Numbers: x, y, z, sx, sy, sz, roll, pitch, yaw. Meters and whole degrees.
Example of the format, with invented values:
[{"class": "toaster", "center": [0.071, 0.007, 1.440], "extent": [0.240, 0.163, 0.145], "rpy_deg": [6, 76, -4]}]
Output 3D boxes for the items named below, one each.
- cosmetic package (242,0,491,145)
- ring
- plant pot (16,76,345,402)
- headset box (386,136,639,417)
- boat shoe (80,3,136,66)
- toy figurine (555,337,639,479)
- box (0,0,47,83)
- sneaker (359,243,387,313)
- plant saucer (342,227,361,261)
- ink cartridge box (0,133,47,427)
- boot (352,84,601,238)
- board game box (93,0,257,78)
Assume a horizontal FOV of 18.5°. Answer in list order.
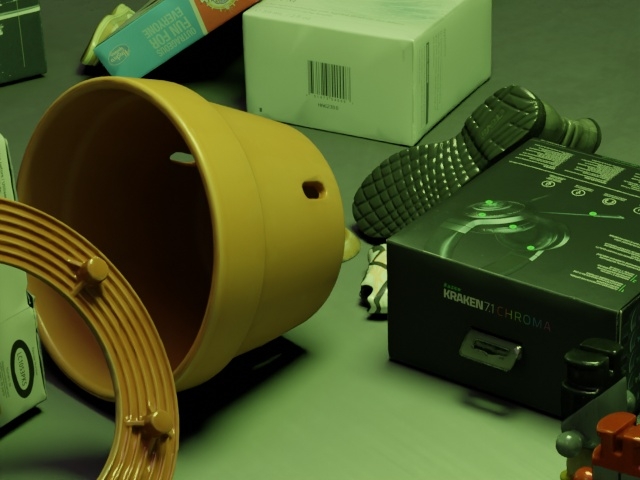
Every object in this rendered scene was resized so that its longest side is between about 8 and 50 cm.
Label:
[{"class": "cosmetic package", "center": [0.059, -0.233, 2.339], "extent": [0.224, 0.138, 0.225], "rpy_deg": [12, 29, 25]}, {"class": "ring", "center": [-0.248, 0.113, 1.547], "extent": [0.032, 0.336, 0.336], "rpy_deg": [-30, 2, 45]}, {"class": "plant pot", "center": [-0.117, -0.006, 1.801], "extent": [0.203, 0.290, 0.291], "rpy_deg": [-6, 22, -45]}, {"class": "headset box", "center": [0.227, 0.037, 1.816], "extent": [0.246, 0.131, 0.283], "rpy_deg": [17, 33, 31]}, {"class": "boat shoe", "center": [-0.261, -0.256, 2.500], "extent": [0.048, 0.056, 0.153], "rpy_deg": [31, 25, -2]}, {"class": "toy figurine", "center": [0.295, 0.173, 1.552], "extent": [0.213, 0.148, 0.209], "rpy_deg": [-7, 22, -5]}, {"class": "box", "center": [-0.522, -0.350, 2.378], "extent": [0.313, 0.343, 0.179], "rpy_deg": [-18, 30, -27]}, {"class": "sneaker", "center": [0.056, 0.037, 1.927], "extent": [0.044, 0.040, 0.109], "rpy_deg": [-8, 28, -6]}, {"class": "plant saucer", "center": [0.000, 0.000, 2.027], "extent": [0.083, 0.015, 0.083], "rpy_deg": [-2, 27, 1]}, {"class": "ink cartridge box", "center": [-0.386, 0.064, 1.654], "extent": [0.151, 0.270, 0.395], "rpy_deg": [16, 32, 36]}, {"class": "boot", "center": [0.168, -0.061, 2.048], "extent": [0.161, 0.246, 0.083], "rpy_deg": [23, 41, -54]}, {"class": "board game box", "center": [-0.122, -0.327, 2.475], "extent": [0.242, 0.064, 0.316], "rpy_deg": [-29, 13, 32]}]
